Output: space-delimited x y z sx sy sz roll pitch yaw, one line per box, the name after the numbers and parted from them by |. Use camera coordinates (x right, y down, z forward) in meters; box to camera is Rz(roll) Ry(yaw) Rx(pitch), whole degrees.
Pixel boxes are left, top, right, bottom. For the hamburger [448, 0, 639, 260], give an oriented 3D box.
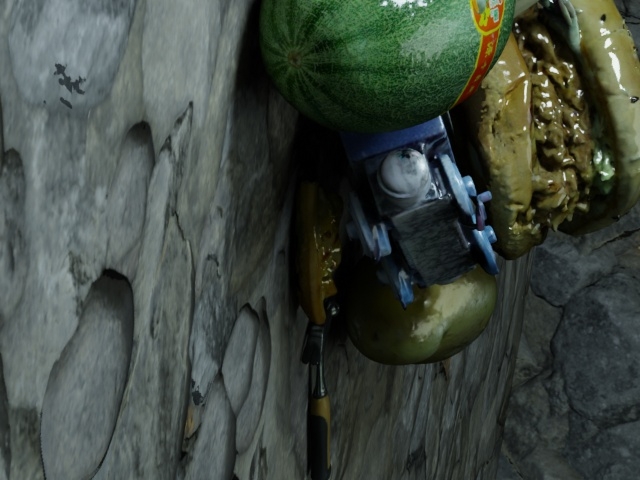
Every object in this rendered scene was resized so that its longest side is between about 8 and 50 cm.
0.217 -0.135 2.019 0.277 0.195 0.318 -132 -151 -64 | hamburger

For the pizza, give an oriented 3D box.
0.001 0.000 1.821 0.099 0.036 0.160 -66 160 -53 | pizza

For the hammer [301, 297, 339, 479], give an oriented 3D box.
-0.001 0.160 1.962 0.078 0.021 0.201 -63 157 -56 | hammer

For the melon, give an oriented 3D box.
0.061 -0.186 1.591 0.288 0.182 0.182 -40 139 -55 | melon

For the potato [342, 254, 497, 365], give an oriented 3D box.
0.095 0.068 2.053 0.194 0.157 0.157 -37 136 -58 | potato

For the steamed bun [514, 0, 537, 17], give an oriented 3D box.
0.109 -0.284 1.805 0.170 0.200 0.225 61 6 16 | steamed bun

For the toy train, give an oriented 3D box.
0.078 -0.062 1.830 0.299 0.131 0.202 64 8 -71 | toy train
